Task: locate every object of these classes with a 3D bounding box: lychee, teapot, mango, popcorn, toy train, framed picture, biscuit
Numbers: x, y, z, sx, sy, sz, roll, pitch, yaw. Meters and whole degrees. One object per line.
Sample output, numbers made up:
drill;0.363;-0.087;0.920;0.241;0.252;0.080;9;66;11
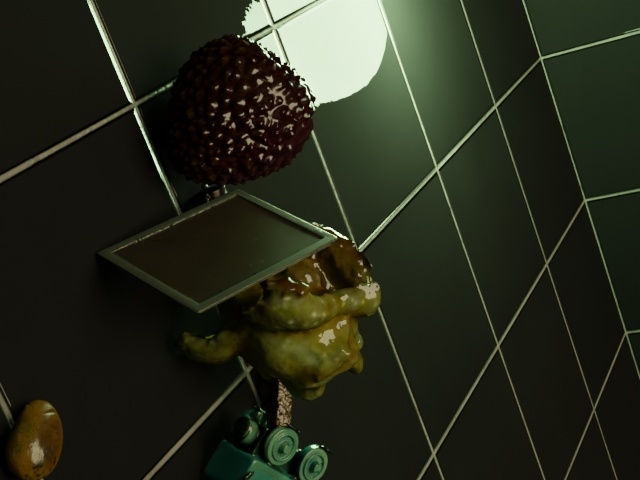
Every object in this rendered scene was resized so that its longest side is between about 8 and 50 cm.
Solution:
lychee;-0.147;-0.200;1.848;0.271;0.271;0.271;26;59;-53
teapot;-0.189;-0.074;1.883;0.100;0.068;0.045;-100;168;-80
mango;-0.378;0.264;1.482;0.079;0.057;0.114;39;40;-42
popcorn;-0.078;0.117;1.835;0.325;0.321;0.290;-39;126;-17
toy train;-0.086;0.376;1.833;0.203;0.112;0.163;41;76;-42
framed picture;-0.154;0.014;1.710;0.296;0.232;0.019;-27;131;-39
biscuit;-0.076;0.246;1.970;0.034;0.064;0.199;17;66;-33

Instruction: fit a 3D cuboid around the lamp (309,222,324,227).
lamp;0.000;0.000;2.210;0.083;0.031;0.063;44;44;-39
